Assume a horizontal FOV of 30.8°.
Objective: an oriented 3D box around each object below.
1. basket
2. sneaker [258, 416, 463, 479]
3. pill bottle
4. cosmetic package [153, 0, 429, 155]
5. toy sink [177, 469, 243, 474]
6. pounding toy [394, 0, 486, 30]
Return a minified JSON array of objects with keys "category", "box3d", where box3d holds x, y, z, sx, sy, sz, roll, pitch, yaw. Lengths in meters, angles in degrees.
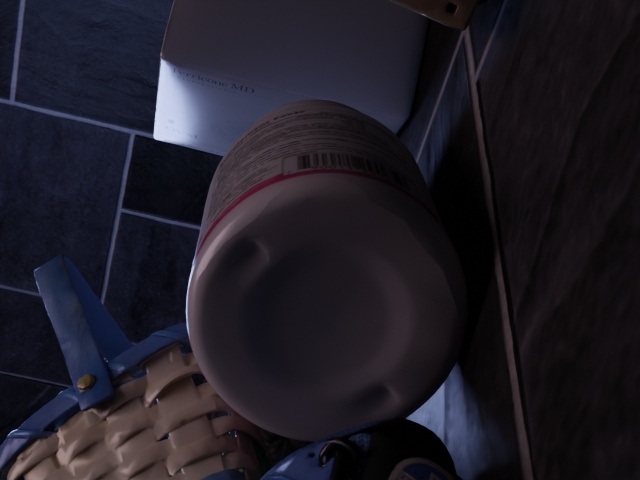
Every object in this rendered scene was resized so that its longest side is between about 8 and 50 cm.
[{"category":"basket","box3d":[-0.101,0.167,0.810,0.289,0.201,0.255,49,172,49]},{"category":"sneaker","box3d":[-0.007,0.148,0.483,0.147,0.130,0.330,-48,-1,15]},{"category":"pill bottle","box3d":[0.000,0.000,0.771,0.283,0.160,0.160,-94,19,-72]},{"category":"cosmetic package","box3d":[-0.035,-0.164,1.114,0.225,0.224,0.138,122,160,-72]},{"category":"toy sink","box3d":[-0.119,0.330,1.270,0.234,0.131,0.153,114,167,-56]},{"category":"pounding toy","box3d":[0.099,-0.250,0.770,0.181,0.094,0.206,-84,17,-78]}]
